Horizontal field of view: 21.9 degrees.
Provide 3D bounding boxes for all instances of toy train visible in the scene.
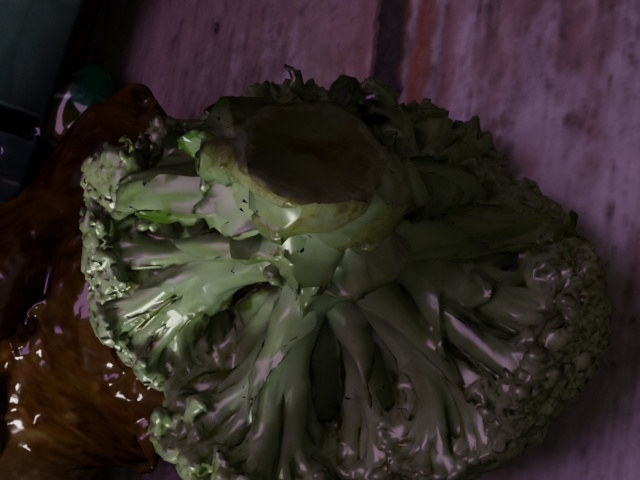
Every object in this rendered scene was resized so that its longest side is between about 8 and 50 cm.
[{"bbox_3d":[-0.255,-0.193,1.284,0.249,0.178,0.429,15,87,58],"label":"toy train"}]

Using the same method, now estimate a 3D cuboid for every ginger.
[{"bbox_3d":[-0.187,0.113,1.093,0.418,0.176,0.254,-54,38,8],"label":"ginger"}]

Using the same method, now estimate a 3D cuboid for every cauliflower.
[{"bbox_3d":[0.000,0.000,0.883,0.275,0.250,0.272,-18,60,2],"label":"cauliflower"}]
